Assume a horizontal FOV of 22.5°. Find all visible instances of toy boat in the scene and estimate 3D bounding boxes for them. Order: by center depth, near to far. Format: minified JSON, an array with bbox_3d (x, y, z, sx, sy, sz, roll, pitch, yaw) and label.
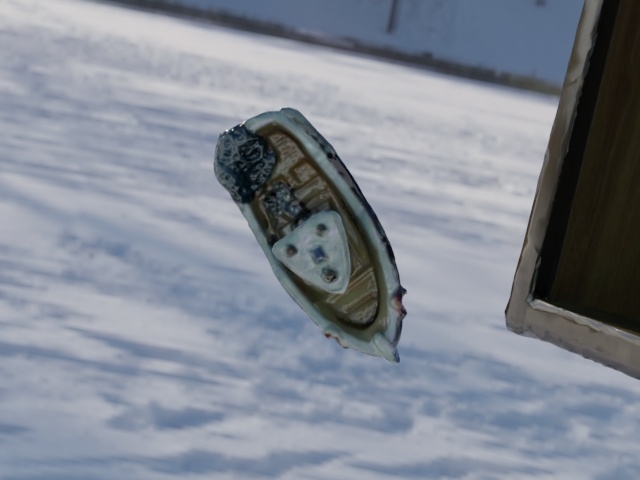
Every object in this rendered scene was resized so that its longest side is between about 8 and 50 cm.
[{"bbox_3d":[0.000,0.000,0.464,0.038,0.083,0.038,-33,3,2],"label":"toy boat"}]

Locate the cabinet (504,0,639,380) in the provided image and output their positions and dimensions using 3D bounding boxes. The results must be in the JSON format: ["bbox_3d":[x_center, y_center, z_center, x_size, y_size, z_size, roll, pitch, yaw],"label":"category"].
[{"bbox_3d":[0.189,-0.017,0.344,0.215,0.148,0.175,12,4,-27],"label":"cabinet"}]
